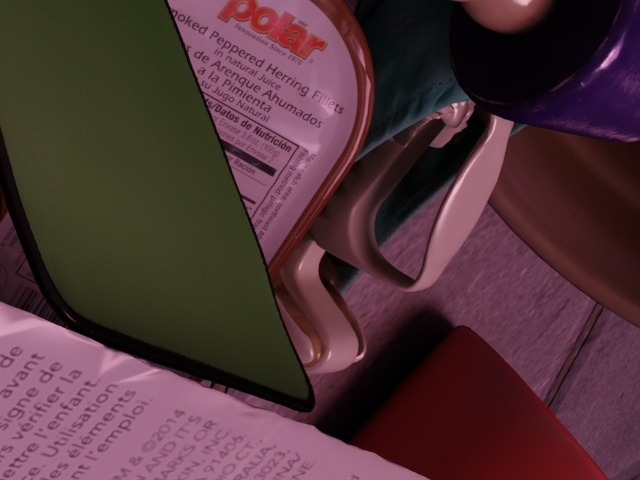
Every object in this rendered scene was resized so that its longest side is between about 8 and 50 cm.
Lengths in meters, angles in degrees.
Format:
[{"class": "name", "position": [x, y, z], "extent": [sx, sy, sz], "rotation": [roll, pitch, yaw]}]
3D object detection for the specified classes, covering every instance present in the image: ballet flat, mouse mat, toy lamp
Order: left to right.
[{"class": "mouse mat", "position": [-0.059, -0.048, 0.426], "extent": [0.007, 0.189, 0.152], "rotation": [-26, 159, 14]}, {"class": "ballet flat", "position": [0.000, 0.000, 0.637], "extent": [0.083, 0.087, 0.247], "rotation": [5, 134, -47]}, {"class": "toy lamp", "position": [0.021, -0.100, 0.480], "extent": [0.275, 0.080, 0.080], "rotation": [25, 105, -42]}]

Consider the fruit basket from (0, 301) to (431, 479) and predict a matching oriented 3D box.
[{"class": "fruit basket", "position": [-0.098, 0.159, 0.432], "extent": [0.327, 0.165, 0.353], "rotation": [-47, 134, 13]}]

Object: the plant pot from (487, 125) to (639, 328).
[{"class": "plant pot", "position": [0.233, -0.144, 0.668], "extent": [0.280, 0.323, 0.323], "rotation": [-50, 162, -43]}]

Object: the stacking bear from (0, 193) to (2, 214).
[{"class": "stacking bear", "position": [-0.152, -0.037, 0.321], "extent": [0.175, 0.164, 0.289], "rotation": [-44, 159, -9]}]

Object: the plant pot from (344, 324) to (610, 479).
[{"class": "plant pot", "position": [0.073, 0.227, 0.951], "extent": [0.243, 0.275, 0.275], "rotation": [-39, 154, -2]}]

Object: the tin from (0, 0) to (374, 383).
[{"class": "tin", "position": [-0.056, -0.017, 0.563], "extent": [0.106, 0.040, 0.189], "rotation": [27, 104, -27]}]
